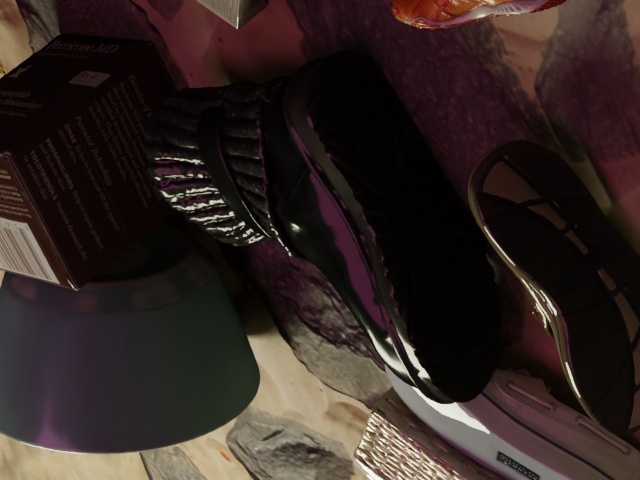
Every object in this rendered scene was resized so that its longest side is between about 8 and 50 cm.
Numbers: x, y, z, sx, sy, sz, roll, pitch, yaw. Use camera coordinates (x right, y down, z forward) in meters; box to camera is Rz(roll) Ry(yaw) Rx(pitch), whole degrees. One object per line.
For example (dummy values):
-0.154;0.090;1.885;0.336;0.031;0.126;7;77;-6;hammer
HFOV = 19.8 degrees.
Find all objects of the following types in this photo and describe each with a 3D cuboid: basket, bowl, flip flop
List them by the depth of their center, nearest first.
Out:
0.207;0.035;1.500;0.277;0.112;0.080;54;176;-15;flip flop
0.131;0.204;1.779;0.167;0.113;0.103;35;144;20;basket
-0.220;0.082;1.944;0.311;0.311;0.163;21;122;38;bowl

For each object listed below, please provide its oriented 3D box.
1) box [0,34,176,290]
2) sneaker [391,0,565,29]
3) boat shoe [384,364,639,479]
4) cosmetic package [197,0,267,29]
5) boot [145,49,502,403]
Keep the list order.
-0.255;-0.082;1.841;0.168;0.203;0.167;10;133;46;box
0.119;-0.198;1.382;0.175;0.064;0.067;-6;101;49;sneaker
0.181;0.164;1.690;0.258;0.084;0.095;35;152;11;boat shoe
-0.100;-0.244;1.613;0.115;0.041;0.060;37;149;17;cosmetic package
0.002;-0.003;1.670;0.260;0.131;0.348;-14;104;50;boot
